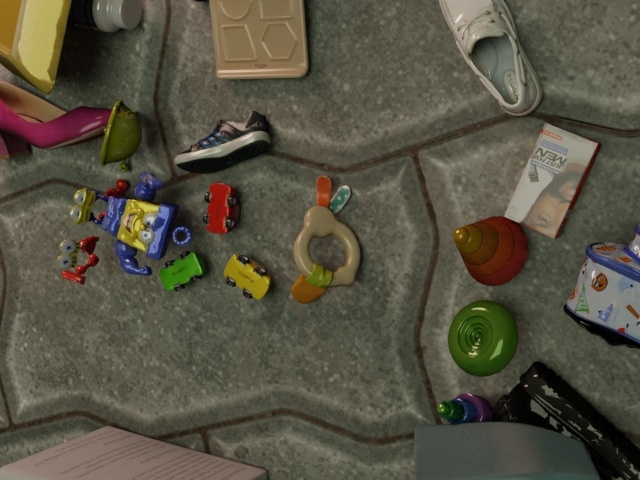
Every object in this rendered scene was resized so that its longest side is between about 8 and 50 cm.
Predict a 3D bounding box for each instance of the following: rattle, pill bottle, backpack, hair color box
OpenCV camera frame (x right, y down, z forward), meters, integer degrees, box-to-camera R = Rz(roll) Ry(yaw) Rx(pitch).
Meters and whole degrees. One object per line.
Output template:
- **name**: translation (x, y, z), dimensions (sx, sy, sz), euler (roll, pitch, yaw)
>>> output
- **rattle**: translation (0.000, 0.000, 1.676), dimensions (0.130, 0.142, 0.199), euler (-8, 73, -6)
- **pill bottle**: translation (-0.444, -0.464, 1.813), dimensions (0.169, 0.094, 0.094), euler (13, 99, 24)
- **backpack**: translation (0.504, 0.084, 1.332), dimensions (0.263, 0.277, 0.213), euler (17, 96, 30)
- **hair color box**: translation (0.377, -0.097, 1.482), dimensions (0.093, 0.053, 0.167), euler (26, 105, 20)

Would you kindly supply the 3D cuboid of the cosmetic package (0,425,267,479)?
- **cosmetic package**: translation (-0.356, 0.580, 1.716), dimensions (0.394, 0.329, 0.327), euler (9, 97, 25)

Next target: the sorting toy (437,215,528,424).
- **sorting toy**: translation (0.236, 0.124, 1.466), dimensions (0.127, 0.126, 0.365), euler (0, 76, 41)

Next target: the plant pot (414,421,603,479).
- **plant pot**: translation (0.282, 0.401, 1.317), dimensions (0.252, 0.247, 0.247), euler (-12, 97, 8)

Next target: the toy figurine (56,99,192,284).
- **toy figurine**: translation (-0.335, -0.064, 1.763), dimensions (0.217, 0.191, 0.362), euler (19, 95, 8)

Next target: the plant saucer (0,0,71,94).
- **plant saucer**: translation (-0.576, -0.478, 1.792), dimensions (0.333, 0.081, 0.332), euler (31, 109, 55)

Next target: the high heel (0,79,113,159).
- **high heel**: translation (-0.569, -0.275, 1.860), dimensions (0.377, 0.127, 0.181), euler (-7, 101, 28)

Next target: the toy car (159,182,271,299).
- **toy car**: translation (-0.213, 0.031, 1.764), dimensions (0.225, 0.053, 0.239), euler (-27, 82, 24)

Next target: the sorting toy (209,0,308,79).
- **sorting toy**: translation (-0.113, -0.404, 1.684), dimensions (0.193, 0.038, 0.208), euler (3, 104, 24)

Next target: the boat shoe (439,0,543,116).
- **boat shoe**: translation (0.272, -0.332, 1.490), dimensions (0.098, 0.096, 0.277), euler (-34, 79, 23)

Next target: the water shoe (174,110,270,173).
- **water shoe**: translation (-0.185, -0.186, 1.738), dimensions (0.203, 0.073, 0.080), euler (-13, 66, 21)

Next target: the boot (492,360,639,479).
- **boot**: translation (0.379, 0.396, 1.472), dimensions (0.348, 0.131, 0.260), euler (45, 107, 22)
